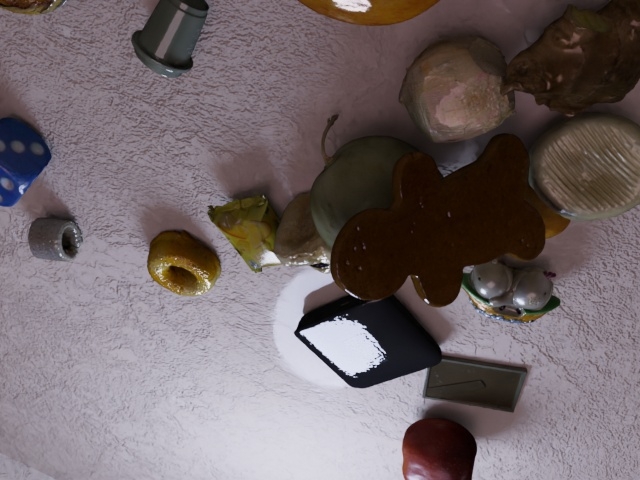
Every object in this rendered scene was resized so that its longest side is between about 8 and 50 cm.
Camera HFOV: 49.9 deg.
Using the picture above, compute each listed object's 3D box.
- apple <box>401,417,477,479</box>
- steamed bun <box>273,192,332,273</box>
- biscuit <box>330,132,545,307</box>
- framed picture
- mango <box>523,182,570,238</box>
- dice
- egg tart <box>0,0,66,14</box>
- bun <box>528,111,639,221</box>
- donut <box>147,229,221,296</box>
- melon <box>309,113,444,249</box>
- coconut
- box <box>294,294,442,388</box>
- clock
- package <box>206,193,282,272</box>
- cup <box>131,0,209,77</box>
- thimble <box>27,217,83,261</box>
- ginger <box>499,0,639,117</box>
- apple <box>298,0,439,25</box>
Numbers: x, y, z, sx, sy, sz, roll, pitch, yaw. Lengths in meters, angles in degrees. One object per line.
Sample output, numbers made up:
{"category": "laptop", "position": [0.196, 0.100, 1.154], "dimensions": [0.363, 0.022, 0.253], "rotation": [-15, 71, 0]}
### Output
{"category": "apple", "position": [0.326, 0.600, 1.893], "dimensions": [0.202, 0.218, 0.218], "rotation": [4, 132, 12]}
{"category": "steamed bun", "position": [0.000, 0.000, 1.497], "dimensions": [0.141, 0.172, 0.155], "rotation": [-4, 148, 32]}
{"category": "biscuit", "position": [0.198, -0.027, 1.195], "dimensions": [0.064, 0.432, 0.282], "rotation": [21, 131, 62]}
{"category": "framed picture", "position": [0.399, 0.377, 1.809], "dimensions": [0.250, 0.016, 0.184], "rotation": [7, 133, 10]}
{"category": "mango", "position": [0.380, -0.062, 1.358], "dimensions": [0.228, 0.109, 0.147], "rotation": [8, 128, 6]}
{"category": "dice", "position": [-0.697, -0.174, 1.525], "dimensions": [0.146, 0.146, 0.143], "rotation": [41, 130, -21]}
{"category": "egg tart", "position": [-0.538, -0.514, 1.213], "dimensions": [0.234, 0.094, 0.234], "rotation": [6, 130, 7]}
{"category": "bun", "position": [0.494, -0.139, 1.258], "dimensions": [0.223, 0.127, 0.222], "rotation": [8, 111, 22]}
{"category": "donut", "position": [-0.342, 0.067, 1.693], "dimensions": [0.174, 0.074, 0.190], "rotation": [-28, 119, 33]}
{"category": "melon", "position": [0.122, -0.065, 1.327], "dimensions": [0.308, 0.271, 0.271], "rotation": [17, 133, -4]}
{"category": "coconut", "position": [0.228, -0.256, 1.183], "dimensions": [0.195, 0.194, 0.194], "rotation": [8, 132, 9]}
{"category": "box", "position": [0.120, 0.252, 1.735], "dimensions": [0.290, 0.073, 0.289], "rotation": [-27, 120, 32]}
{"category": "clock", "position": [0.411, 0.103, 1.503], "dimensions": [0.231, 0.103, 0.144], "rotation": [11, 131, 2]}
{"category": "package", "position": [-0.141, -0.013, 1.555], "dimensions": [0.168, 0.090, 0.226], "rotation": [-15, 128, 29]}
{"category": "cup", "position": [-0.266, -0.381, 1.249], "dimensions": [0.120, 0.120, 0.141], "rotation": [32, 123, -14]}
{"category": "thimble", "position": [-0.653, -0.002, 1.699], "dimensions": [0.090, 0.102, 0.115], "rotation": [5, 161, 10]}
{"category": "ginger", "position": [0.402, -0.283, 1.105], "dimensions": [0.270, 0.123, 0.218], "rotation": [-15, 142, -2]}
{"category": "apple", "position": [0.081, -0.448, 0.977], "dimensions": [0.275, 0.298, 0.299], "rotation": [24, 134, -26]}
